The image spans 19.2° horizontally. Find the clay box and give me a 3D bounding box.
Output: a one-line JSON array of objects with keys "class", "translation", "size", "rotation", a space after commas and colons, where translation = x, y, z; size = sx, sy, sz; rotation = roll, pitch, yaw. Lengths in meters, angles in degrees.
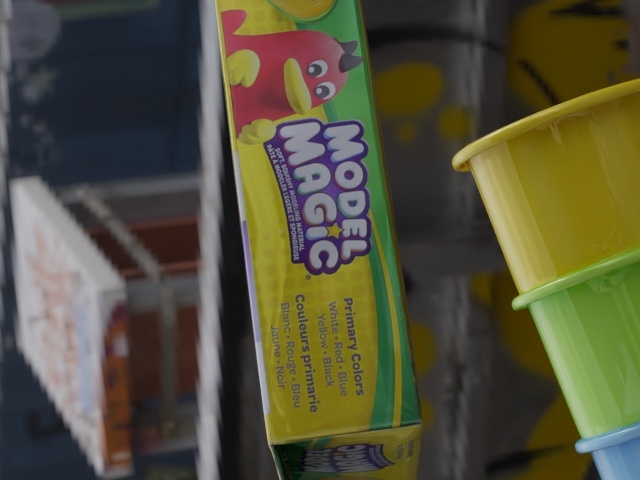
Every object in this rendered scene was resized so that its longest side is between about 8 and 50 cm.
[{"class": "clay box", "translation": [0.000, 0.000, 0.650], "size": [0.127, 0.053, 0.222], "rotation": [83, 179, -75]}]

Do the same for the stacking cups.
[{"class": "stacking cups", "translation": [0.145, 0.098, 0.754], "size": [0.096, 0.096, 0.316], "rotation": [-29, 78, 67]}]
